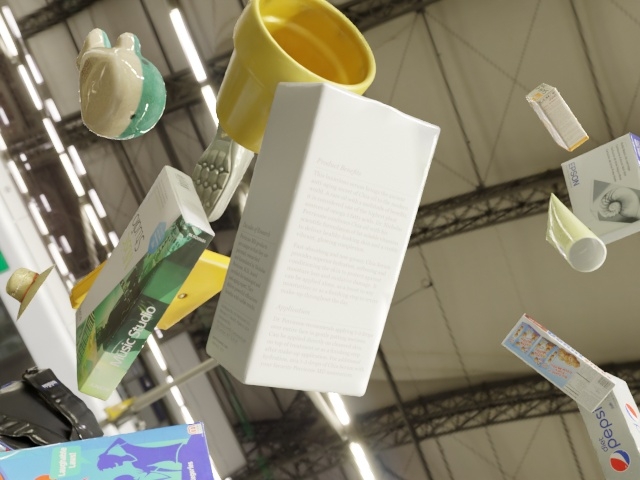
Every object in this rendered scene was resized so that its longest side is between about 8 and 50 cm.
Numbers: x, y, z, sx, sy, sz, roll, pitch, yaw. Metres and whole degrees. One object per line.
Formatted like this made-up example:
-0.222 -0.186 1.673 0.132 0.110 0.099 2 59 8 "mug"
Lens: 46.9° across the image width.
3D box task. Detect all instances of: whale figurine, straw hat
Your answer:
-0.404 -0.315 1.485 0.216 0.141 0.272 -57 -132 22 "whale figurine"
-0.608 0.091 1.513 0.061 0.144 0.144 34 -20 -16 "straw hat"

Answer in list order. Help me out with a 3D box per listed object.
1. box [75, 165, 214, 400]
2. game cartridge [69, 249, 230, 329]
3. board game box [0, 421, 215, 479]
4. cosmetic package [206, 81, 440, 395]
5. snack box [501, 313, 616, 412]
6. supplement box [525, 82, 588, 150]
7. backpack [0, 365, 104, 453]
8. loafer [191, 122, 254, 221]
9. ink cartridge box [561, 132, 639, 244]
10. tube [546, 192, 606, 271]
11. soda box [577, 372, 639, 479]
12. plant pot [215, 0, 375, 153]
-0.292 0.060 1.177 0.059 0.322 0.232 26 15 -28 "box"
-0.389 0.100 1.757 0.324 0.285 0.052 27 33 -53 "game cartridge"
-0.172 0.209 0.500 0.160 0.211 0.047 -119 -152 -54 "board game box"
0.000 0.000 1.176 0.161 0.230 0.452 21 -84 58 "cosmetic package"
0.391 0.201 1.216 0.178 0.022 0.064 38 -70 16 "snack box"
0.365 -0.191 1.142 0.098 0.036 0.062 50 11 -15 "supplement box"
-0.591 0.418 1.495 0.264 0.276 0.213 20 -74 14 "backpack"
-0.191 -0.186 1.611 0.112 0.319 0.111 21 -2 31 "loafer"
0.643 -0.116 1.570 0.224 0.045 0.223 -26 -130 32 "ink cartridge box"
0.428 -0.013 1.282 0.062 0.070 0.240 41 13 -9 "tube"
0.664 0.444 1.625 0.098 0.091 0.286 -42 -140 32 "soda box"
-0.067 -0.291 1.347 0.254 0.254 0.239 55 -49 14 "plant pot"
